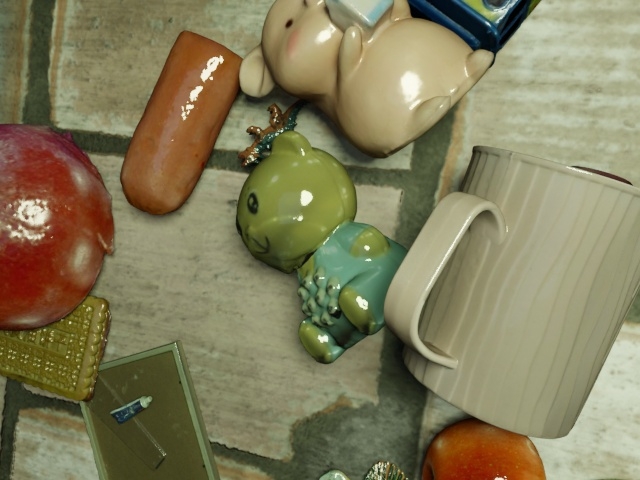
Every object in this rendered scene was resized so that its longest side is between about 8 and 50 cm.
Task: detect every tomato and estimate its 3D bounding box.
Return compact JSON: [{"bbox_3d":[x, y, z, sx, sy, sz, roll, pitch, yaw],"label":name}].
[{"bbox_3d":[-0.479,-0.028,0.780,0.289,0.176,0.335,29,89,11],"label":"tomato"}]

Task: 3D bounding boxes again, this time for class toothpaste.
[{"bbox_3d":[-0.296,0.264,0.812,0.083,0.019,0.027,-32,100,19],"label":"toothpaste"}]

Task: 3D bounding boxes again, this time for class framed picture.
[{"bbox_3d":[-0.275,0.326,0.826,0.211,0.020,0.289,-18,87,16],"label":"framed picture"}]

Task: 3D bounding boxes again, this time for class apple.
[{"bbox_3d":[0.193,0.299,0.621,0.139,0.163,0.163,-5,90,8],"label":"apple"}]

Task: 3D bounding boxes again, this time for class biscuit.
[{"bbox_3d":[-0.470,0.156,0.861,0.254,0.029,0.172,11,88,16],"label":"biscuit"}]

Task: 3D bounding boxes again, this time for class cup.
[{"bbox_3d":[0.214,0.047,0.545,0.208,0.288,0.273,23,101,23],"label":"cup"}]

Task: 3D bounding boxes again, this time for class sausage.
[{"bbox_3d":[-0.204,-0.160,0.746,0.113,0.113,0.259,29,98,13],"label":"sausage"}]

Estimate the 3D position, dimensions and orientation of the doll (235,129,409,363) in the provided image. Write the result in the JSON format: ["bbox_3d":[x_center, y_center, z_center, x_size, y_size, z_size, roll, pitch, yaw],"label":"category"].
[{"bbox_3d":[0.000,0.000,0.662,0.261,0.161,0.177,51,143,8],"label":"doll"}]

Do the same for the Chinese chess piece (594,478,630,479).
[{"bbox_3d":[0.364,0.405,0.609,0.237,0.092,0.238,1,93,17],"label":"Chinese chess piece"}]

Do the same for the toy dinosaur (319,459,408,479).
[{"bbox_3d":[0.095,0.360,0.714,0.187,0.044,0.106,-12,73,17],"label":"toy dinosaur"}]

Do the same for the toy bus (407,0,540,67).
[{"bbox_3d":[0.144,-0.366,0.624,0.287,0.138,0.175,41,101,11],"label":"toy bus"}]

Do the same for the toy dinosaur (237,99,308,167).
[{"bbox_3d":[-0.060,-0.160,0.733,0.154,0.049,0.055,-41,90,6],"label":"toy dinosaur"}]

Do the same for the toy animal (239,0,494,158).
[{"bbox_3d":[0.041,-0.213,0.617,0.256,0.213,0.195,45,80,4],"label":"toy animal"}]
